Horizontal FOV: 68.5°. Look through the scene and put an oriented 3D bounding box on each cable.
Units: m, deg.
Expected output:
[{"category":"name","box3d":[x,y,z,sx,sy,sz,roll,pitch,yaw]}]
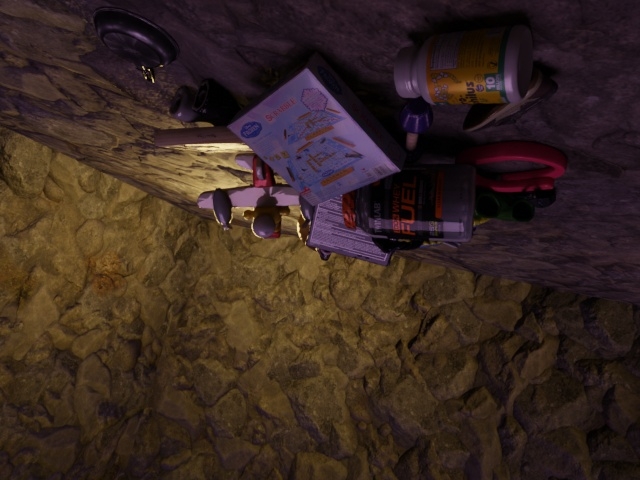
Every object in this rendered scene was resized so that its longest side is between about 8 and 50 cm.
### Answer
[{"category":"cable","box3d":[0.220,-0.025,1.378,0.150,0.047,0.184,-22,-150,-12]}]

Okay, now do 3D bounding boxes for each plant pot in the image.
[{"category":"plant pot","box3d":[0.048,-0.093,2.211,0.237,0.237,0.254,18,156,-20]}]

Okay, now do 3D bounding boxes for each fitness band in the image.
[{"category":"fitness band","box3d":[0.493,-0.193,1.239,0.209,0.054,0.291,23,168,-31]}]

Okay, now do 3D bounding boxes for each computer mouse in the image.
[{"category":"computer mouse","box3d":[0.618,-0.116,1.333,0.071,0.041,0.242,1,-178,36]}]

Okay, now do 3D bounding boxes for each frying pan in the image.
[{"category":"frying pan","box3d":[-0.468,-0.464,1.152,0.197,0.053,0.326,21,167,-32]}]

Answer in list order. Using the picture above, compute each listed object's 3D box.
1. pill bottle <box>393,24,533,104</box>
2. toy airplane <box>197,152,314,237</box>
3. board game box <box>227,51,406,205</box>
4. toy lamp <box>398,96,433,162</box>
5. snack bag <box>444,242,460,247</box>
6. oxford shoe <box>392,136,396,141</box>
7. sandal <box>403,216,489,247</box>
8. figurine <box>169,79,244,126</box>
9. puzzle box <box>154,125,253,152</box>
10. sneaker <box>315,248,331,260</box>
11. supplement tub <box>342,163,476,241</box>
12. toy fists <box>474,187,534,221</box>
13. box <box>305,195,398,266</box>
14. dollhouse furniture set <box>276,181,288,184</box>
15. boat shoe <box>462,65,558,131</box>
[{"category":"pill bottle","box3d":[0.236,-0.290,0.793,0.208,0.118,0.117,9,170,34]},{"category":"toy airplane","box3d":[-0.202,-0.143,1.739,0.384,0.272,0.386,28,136,-35]},{"category":"board game box","box3d":[-0.014,-0.242,1.133,0.318,0.066,0.318,42,144,-27]},{"category":"toy lamp","box3d":[0.224,-0.266,1.133,0.080,0.080,0.275,14,174,8]},{"category":"snack bag","box3d":[0.348,-0.081,1.881,0.323,0.037,0.342,19,-167,-21]},{"category":"oxford shoe","box3d":[0.141,-0.271,1.293,0.098,0.097,0.271,52,178,-2]},{"category":"sandal","box3d":[0.428,-0.046,1.601,0.317,0.126,0.138,-16,161,-2]},{"category":"figurine","box3d":[-0.297,-0.367,1.366,0.215,0.092,0.209,8,173,45]},{"category":"puzzle box","box3d":[-0.266,-0.306,1.444,0.408,0.052,0.272,6,-172,30]},{"category":"sneaker","box3d":[0.000,0.000,1.679,0.072,0.178,0.077,3,134,-12]},{"category":"supplement tub","box3d":[0.241,-0.104,1.270,0.338,0.207,0.207,3,168,19]},{"category":"toy fists","box3d":[0.515,-0.115,1.439,0.279,0.096,0.142,3,-173,-28]},{"category":"box","box3d":[0.130,-0.106,1.550,0.296,0.183,0.294,15,133,1]},{"category":"dollhouse furniture set","box3d":[-0.175,-0.268,1.993,0.151,0.123,0.144,-19,177,-10]},{"category":"boat shoe","box3d":[0.362,-0.258,0.916,0.073,0.080,0.223,22,166,-11]}]
